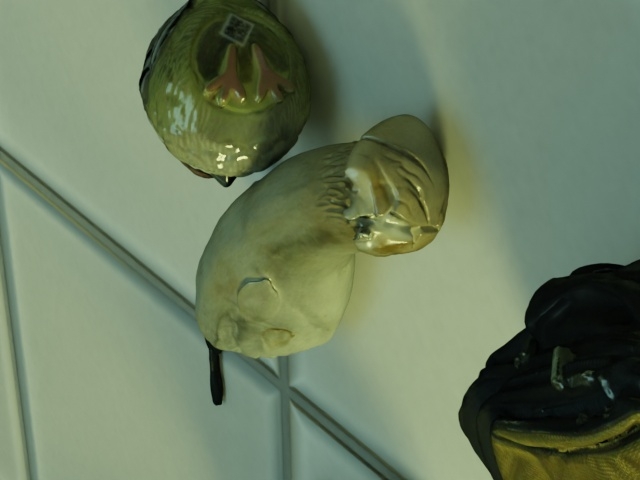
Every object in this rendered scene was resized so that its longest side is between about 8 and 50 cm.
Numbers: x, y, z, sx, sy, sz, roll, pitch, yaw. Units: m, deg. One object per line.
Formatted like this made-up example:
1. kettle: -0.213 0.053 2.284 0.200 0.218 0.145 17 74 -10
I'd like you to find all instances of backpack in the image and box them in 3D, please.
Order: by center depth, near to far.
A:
1. backpack: 0.152 0.102 0.812 0.206 0.133 0.258 59 156 -3

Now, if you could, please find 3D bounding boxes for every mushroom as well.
1. mushroom: -0.002 -0.004 1.023 0.092 0.081 0.223 56 147 7

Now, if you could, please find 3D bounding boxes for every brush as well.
1. brush: -0.071 0.076 1.263 0.024 0.008 0.083 33 136 43

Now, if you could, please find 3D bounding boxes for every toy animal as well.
1. toy animal: -0.057 -0.097 1.049 0.098 0.098 0.137 -31 64 60
